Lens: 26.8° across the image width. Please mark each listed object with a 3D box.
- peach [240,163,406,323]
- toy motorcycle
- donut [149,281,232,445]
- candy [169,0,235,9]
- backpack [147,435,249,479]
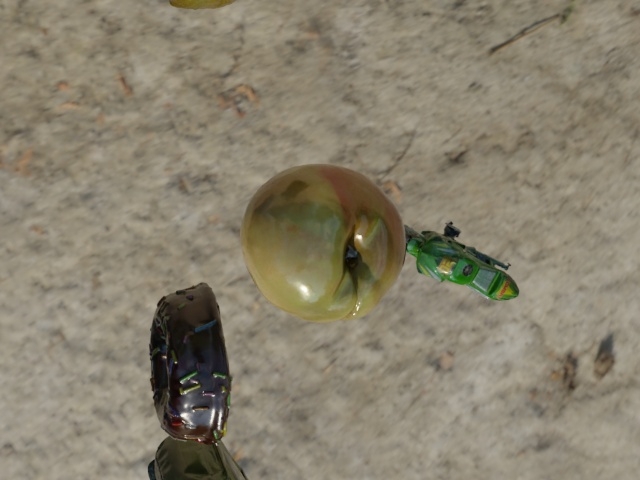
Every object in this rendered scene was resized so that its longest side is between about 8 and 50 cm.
[{"bbox_3d":[0.000,0.000,1.449,0.184,0.184,0.184,7,109,21],"label":"peach"},{"bbox_3d":[0.167,0.023,1.714,0.074,0.190,0.106,-61,37,9],"label":"toy motorcycle"},{"bbox_3d":[-0.187,0.178,1.889,0.089,0.235,0.235,-3,110,-17],"label":"donut"},{"bbox_3d":[-0.153,-0.371,1.455,0.118,0.260,0.260,-32,92,42],"label":"candy"},{"bbox_3d":[-0.161,0.418,2.036,0.140,0.207,0.253,-28,120,-1],"label":"backpack"}]
